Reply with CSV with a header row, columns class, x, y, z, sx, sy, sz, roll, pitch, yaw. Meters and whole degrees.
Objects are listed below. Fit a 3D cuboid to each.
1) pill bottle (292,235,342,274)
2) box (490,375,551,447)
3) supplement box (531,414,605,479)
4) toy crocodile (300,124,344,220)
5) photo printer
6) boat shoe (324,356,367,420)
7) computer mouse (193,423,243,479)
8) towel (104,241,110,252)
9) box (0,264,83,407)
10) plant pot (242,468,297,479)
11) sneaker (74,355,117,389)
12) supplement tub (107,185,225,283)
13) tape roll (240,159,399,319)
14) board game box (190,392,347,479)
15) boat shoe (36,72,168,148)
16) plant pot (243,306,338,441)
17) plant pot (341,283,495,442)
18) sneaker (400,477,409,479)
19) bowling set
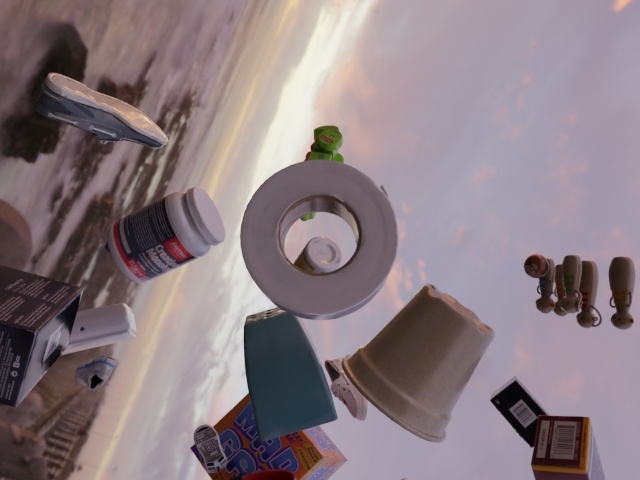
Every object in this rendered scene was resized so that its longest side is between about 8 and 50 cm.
class,x,y,z,sx,sy,sz,roll,pitch,yaw
pill bottle,-0.031,0.102,2.215,0.246,0.136,0.136,126,-17,-51
box,0.546,0.458,1.684,0.093,0.156,0.158,-42,163,6
supplement box,0.396,0.380,0.980,0.081,0.188,0.104,-7,-151,31
toy crocodile,-0.006,-0.193,1.677,0.115,0.105,0.340,83,21,-51
photo printer,-0.730,0.278,1.900,0.256,0.307,0.107,130,-53,-74
boat shoe,0.078,0.508,2.130,0.277,0.096,0.098,-122,-137,-56
computer mouse,-0.298,0.610,1.749,0.193,0.106,0.042,66,-21,12
towel,-0.590,-0.004,1.860,0.029,0.067,0.119,-29,-153,42
box,-0.755,0.186,1.404,0.343,0.312,0.179,-111,-140,-78
plant pot,-0.181,0.881,1.929,0.275,0.275,0.243,172,-95,-76
sneaker,-0.686,0.410,1.859,0.190,0.071,0.083,-32,-143,38
supplement tub,-0.419,-0.016,1.699,0.272,0.191,0.191,-25,-158,9
tape roll,0.000,0.000,1.137,0.100,0.286,0.286,84,28,-76
board game box,-0.180,0.789,2.296,0.356,0.356,0.356,-43,154,-2
boat shoe,-0.527,-0.291,1.516,0.099,0.319,0.116,-50,-137,18
plant pot,-0.077,0.264,1.318,0.165,0.165,0.234,-133,-151,-84
plant pot,0.277,0.294,1.626,0.305,0.334,0.334,-54,-166,7
sneaker,0.321,0.885,2.219,0.040,0.109,0.044,-42,-141,10
bowling set,0.538,0.115,1.394,0.287,0.200,0.154,142,-48,-78
